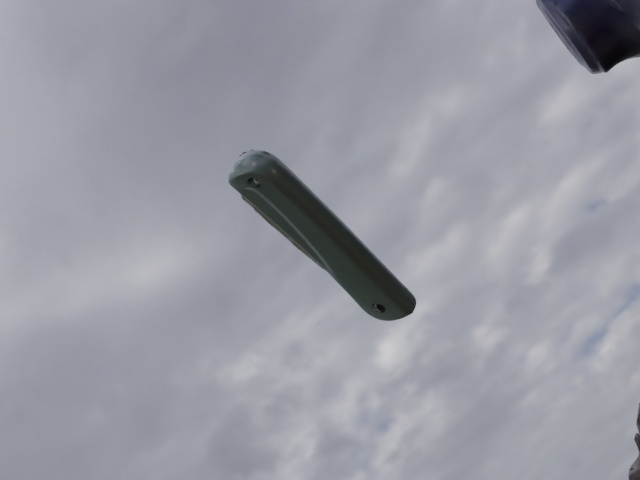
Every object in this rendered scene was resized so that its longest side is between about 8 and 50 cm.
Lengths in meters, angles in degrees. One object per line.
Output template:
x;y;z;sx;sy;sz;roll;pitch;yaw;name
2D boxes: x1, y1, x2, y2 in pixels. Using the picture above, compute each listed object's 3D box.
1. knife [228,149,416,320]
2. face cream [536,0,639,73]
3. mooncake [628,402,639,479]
0.000;0.000;0.819;0.044;0.023;0.162;-19;-52;39;knife
0.289;-0.260;0.702;0.420;0.137;0.235;-45;-15;12;face cream
0.374;0.160;0.845;0.324;0.324;0.187;-39;-49;-6;mooncake
